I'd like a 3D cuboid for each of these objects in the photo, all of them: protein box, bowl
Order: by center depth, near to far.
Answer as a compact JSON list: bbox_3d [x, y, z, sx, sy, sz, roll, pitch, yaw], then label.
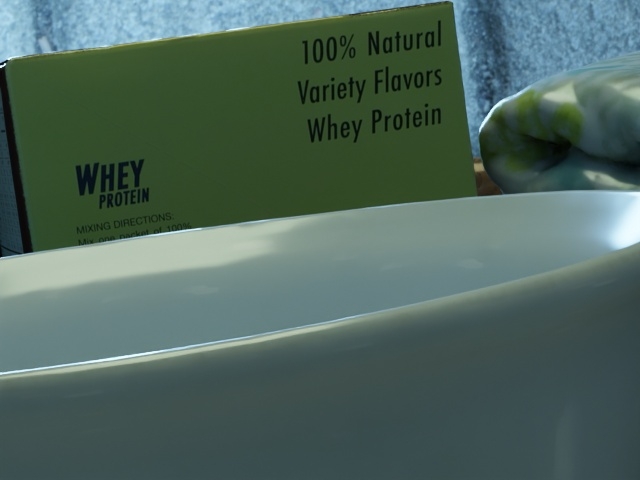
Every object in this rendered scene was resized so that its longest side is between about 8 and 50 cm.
[{"bbox_3d":[-0.037,0.073,0.526,0.297,0.134,0.298,-7,5,1],"label":"bowl"},{"bbox_3d":[-0.040,0.007,0.886,0.199,0.201,0.136,-9,5,-15],"label":"protein box"}]

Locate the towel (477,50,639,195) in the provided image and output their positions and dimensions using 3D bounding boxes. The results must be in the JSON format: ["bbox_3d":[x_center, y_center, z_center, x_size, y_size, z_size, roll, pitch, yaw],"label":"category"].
[{"bbox_3d":[0.311,-0.033,0.891,0.374,0.090,0.320,18,19,35],"label":"towel"}]

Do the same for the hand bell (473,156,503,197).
[{"bbox_3d":[0.000,0.000,1.067,0.242,0.126,0.126,-19,1,21],"label":"hand bell"}]
